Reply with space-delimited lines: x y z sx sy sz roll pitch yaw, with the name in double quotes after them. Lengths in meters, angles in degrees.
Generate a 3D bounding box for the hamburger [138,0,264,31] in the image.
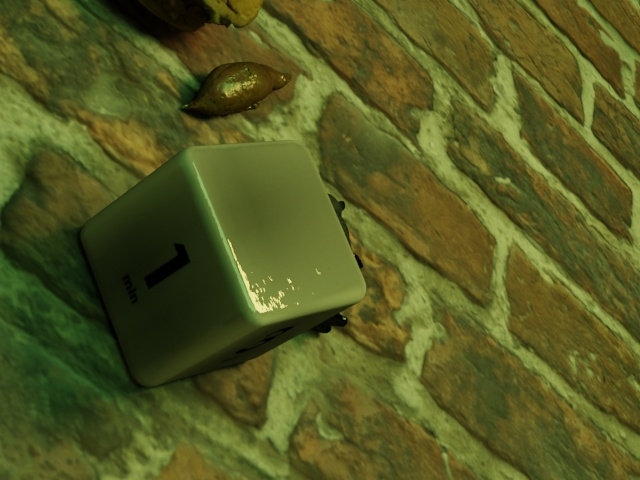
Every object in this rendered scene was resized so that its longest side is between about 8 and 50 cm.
-0.155 -0.397 1.448 0.259 0.145 0.283 49 42 -57 "hamburger"

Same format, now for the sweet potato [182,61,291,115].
-0.090 -0.203 1.499 0.226 0.068 0.068 -28 88 -53 "sweet potato"

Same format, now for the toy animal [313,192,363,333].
0.002 -0.004 1.426 0.121 0.117 0.210 29 48 -24 "toy animal"

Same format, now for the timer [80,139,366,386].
-0.103 0.022 1.225 0.192 0.195 0.194 -10 72 -50 "timer"
